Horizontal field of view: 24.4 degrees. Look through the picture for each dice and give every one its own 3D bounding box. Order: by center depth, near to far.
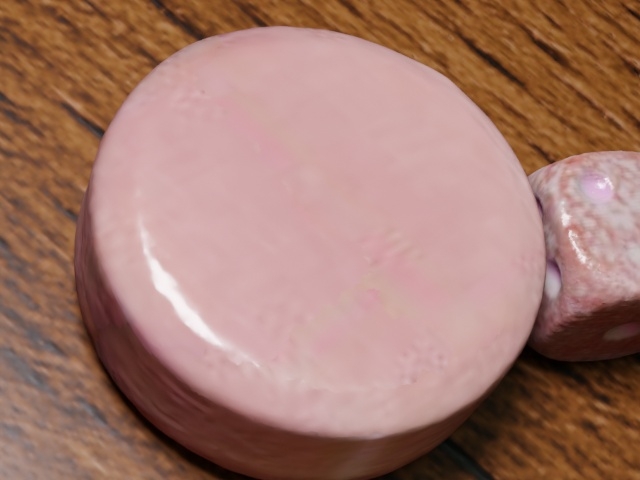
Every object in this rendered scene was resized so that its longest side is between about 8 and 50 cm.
[{"bbox_3d":[0.156,0.010,0.823,0.094,0.093,0.091,-3,63,-21],"label":"dice"}]

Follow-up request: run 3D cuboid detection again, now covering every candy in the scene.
[{"bbox_3d":[0.000,0.000,0.778,0.255,0.094,0.255,7,59,-13],"label":"candy"}]
